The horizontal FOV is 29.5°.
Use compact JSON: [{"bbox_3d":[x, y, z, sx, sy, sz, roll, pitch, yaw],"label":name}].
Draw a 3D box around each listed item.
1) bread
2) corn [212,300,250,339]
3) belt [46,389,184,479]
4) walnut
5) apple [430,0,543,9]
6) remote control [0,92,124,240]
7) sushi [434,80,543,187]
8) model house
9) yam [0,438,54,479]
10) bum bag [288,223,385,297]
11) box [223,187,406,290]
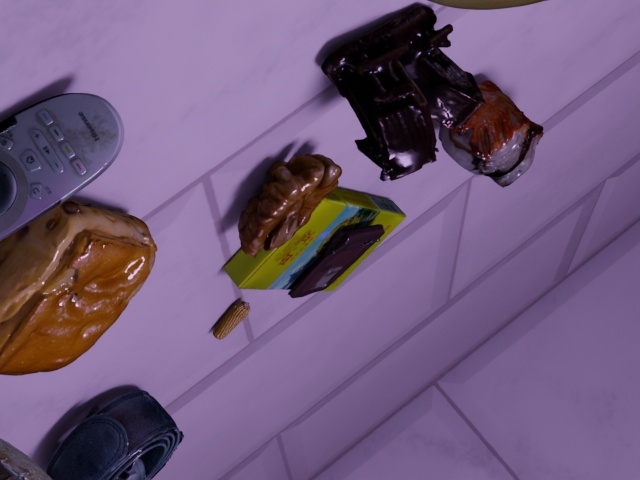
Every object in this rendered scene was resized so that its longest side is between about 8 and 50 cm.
[{"bbox_3d":[-0.298,0.061,1.349,0.235,0.099,0.210,-44,161,10],"label":"bread"},{"bbox_3d":[-0.138,0.123,1.906,0.083,0.027,0.028,-47,163,24],"label":"corn"},{"bbox_3d":[-0.320,0.324,1.871,0.206,0.116,0.267,-34,163,-28],"label":"belt"},{"bbox_3d":[-0.048,-0.054,1.622,0.143,0.069,0.170,-15,150,-55],"label":"walnut"},{"bbox_3d":[0.126,-0.354,0.886,0.357,0.357,0.357,-36,161,-15],"label":"apple"},{"bbox_3d":[-0.297,-0.053,1.118,0.256,0.097,0.045,-32,180,-17],"label":"remote control"},{"bbox_3d":[0.269,-0.161,1.902,0.130,0.124,0.332,-51,162,7],"label":"sushi"},{"bbox_3d":[0.114,-0.182,1.507,0.203,0.164,0.141,-34,165,-26],"label":"model house"},{"bbox_3d":[-0.473,0.349,1.579,0.254,0.154,0.154,-36,162,5],"label":"yam"},{"bbox_3d":[0.022,0.031,1.881,0.159,0.026,0.109,-45,161,30],"label":"bum bag"},{"bbox_3d":[0.000,0.000,1.870,0.187,0.047,0.335,-45,160,16],"label":"box"}]
